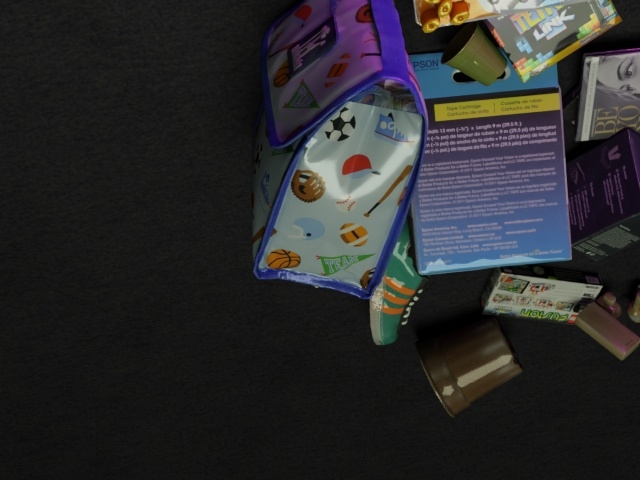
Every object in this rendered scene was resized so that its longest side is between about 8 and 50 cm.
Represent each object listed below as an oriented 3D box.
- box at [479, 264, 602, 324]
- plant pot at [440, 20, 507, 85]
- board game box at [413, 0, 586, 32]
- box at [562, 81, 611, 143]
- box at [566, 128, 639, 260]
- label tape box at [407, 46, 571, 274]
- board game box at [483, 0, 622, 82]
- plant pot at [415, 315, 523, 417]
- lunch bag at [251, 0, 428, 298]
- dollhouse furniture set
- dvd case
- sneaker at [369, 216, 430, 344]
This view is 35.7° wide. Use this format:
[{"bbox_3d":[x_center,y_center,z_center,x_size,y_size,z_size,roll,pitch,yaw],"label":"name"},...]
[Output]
[{"bbox_3d":[0.422,0.102,1.911,0.207,0.036,0.114,8,131,-11],"label":"box"},{"bbox_3d":[0.239,-0.277,1.511,0.079,0.083,0.083,37,121,-16],"label":"plant pot"},{"bbox_3d":[0.299,-0.480,1.308,0.389,0.050,0.390,-9,127,5],"label":"board game box"},{"bbox_3d":[0.481,-0.215,1.634,0.162,0.029,0.116,25,126,-23],"label":"box"},{"bbox_3d":[0.484,-0.072,1.647,0.093,0.156,0.158,20,145,-34],"label":"box"},{"bbox_3d":[0.261,-0.131,1.611,0.249,0.115,0.348,-5,94,1],"label":"label tape box"},{"bbox_3d":[0.336,-0.339,1.473,0.170,0.048,0.141,-32,117,17],"label":"board game box"},{"bbox_3d":[0.297,0.237,1.951,0.165,0.167,0.167,-27,129,9],"label":"plant pot"},{"bbox_3d":[0.023,-0.170,1.444,0.238,0.328,0.385,9,132,-14],"label":"lunch bag"},{"bbox_3d":[0.584,0.179,1.915,0.151,0.144,0.123,-36,150,-23],"label":"dollhouse furniture set"},{"bbox_3d":[0.522,-0.236,1.585,0.221,0.018,0.165,-5,134,1],"label":"dvd case"},{"bbox_3d":[0.149,0.079,1.821,0.121,0.108,0.302,0,131,2],"label":"sneaker"}]
